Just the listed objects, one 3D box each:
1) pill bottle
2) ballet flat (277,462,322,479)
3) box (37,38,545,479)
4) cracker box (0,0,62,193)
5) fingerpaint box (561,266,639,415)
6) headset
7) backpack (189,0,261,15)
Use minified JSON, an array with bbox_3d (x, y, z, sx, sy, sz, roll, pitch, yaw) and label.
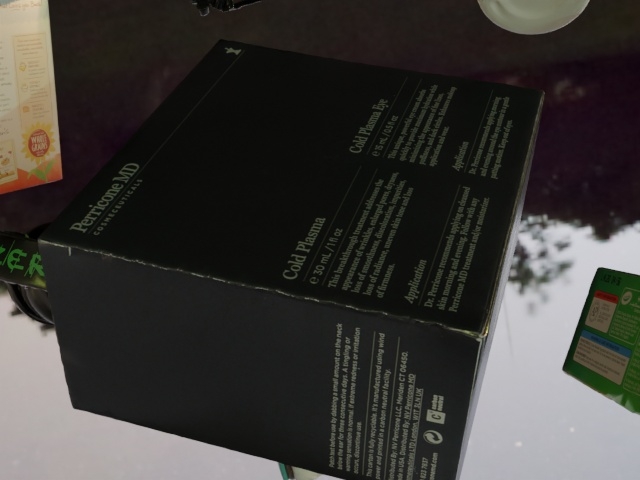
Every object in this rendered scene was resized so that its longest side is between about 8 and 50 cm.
[{"bbox_3d":[0.208,-0.297,0.902,0.108,0.108,0.180,-7,-131,22],"label":"pill bottle"},{"bbox_3d":[-0.032,0.135,1.159,0.139,0.400,0.139,-10,-149,6],"label":"ballet flat"},{"bbox_3d":[0.000,0.000,0.776,0.313,0.179,0.343,13,-141,13],"label":"box"},{"bbox_3d":[-0.379,-0.170,1.045,0.067,0.232,0.156,12,-159,33],"label":"cracker box"},{"bbox_3d":[0.531,0.168,1.034,0.371,0.163,0.445,18,-178,-3],"label":"fingerpaint box"},{"bbox_3d":[-0.246,0.027,1.115,0.243,0.185,0.394,11,172,23],"label":"headset"},{"bbox_3d":[-0.080,-0.340,1.031,0.182,0.115,0.152,-22,-141,-4],"label":"backpack"}]
